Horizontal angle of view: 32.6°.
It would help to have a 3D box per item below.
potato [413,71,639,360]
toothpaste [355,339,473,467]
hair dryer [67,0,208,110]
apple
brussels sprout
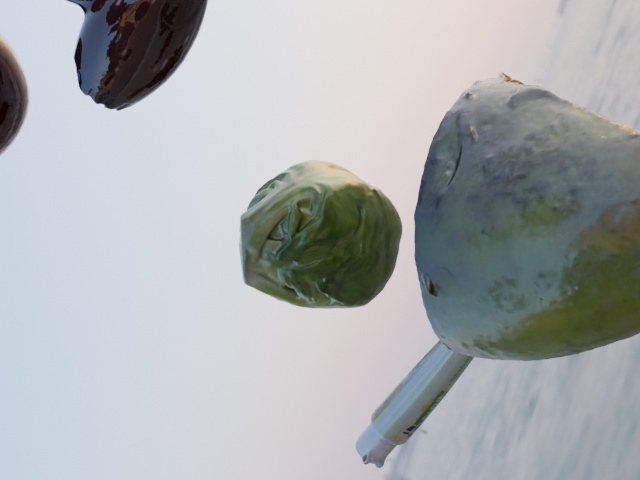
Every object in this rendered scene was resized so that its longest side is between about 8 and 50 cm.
[{"bbox_3d":[0.215,-0.036,0.904,0.112,0.255,0.269,26,-109,-45],"label":"potato"},{"bbox_3d":[0.133,0.135,1.195,0.314,0.056,0.058,-54,25,32],"label":"toothpaste"},{"bbox_3d":[-0.275,-0.346,1.246,0.312,0.340,0.123,-59,9,16],"label":"hair dryer"},{"bbox_3d":[-0.491,-0.191,1.426,0.201,0.218,0.218,25,98,62],"label":"apple"},{"bbox_3d":[0.000,0.000,1.446,0.161,0.223,0.223,-82,6,-61],"label":"brussels sprout"}]
